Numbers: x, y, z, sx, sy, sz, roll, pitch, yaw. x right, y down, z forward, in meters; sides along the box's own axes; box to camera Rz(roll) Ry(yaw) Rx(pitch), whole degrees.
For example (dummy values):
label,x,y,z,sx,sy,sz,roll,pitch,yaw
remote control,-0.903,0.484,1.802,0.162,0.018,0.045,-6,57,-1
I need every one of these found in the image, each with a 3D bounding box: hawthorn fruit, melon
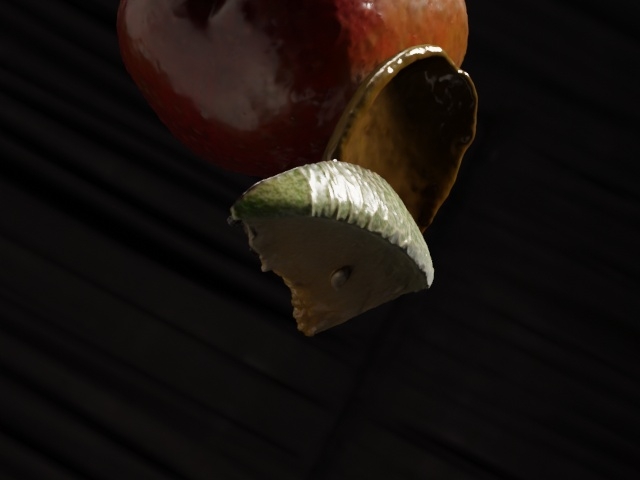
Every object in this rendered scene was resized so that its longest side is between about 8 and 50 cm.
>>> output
label,x,y,z,sx,sy,sz,roll,pitch,yaw
hawthorn fruit,-0.040,-0.198,1.476,0.284,0.285,0.369,-62,155,2
melon,0.007,-0.003,1.067,0.098,0.054,0.182,-31,154,0

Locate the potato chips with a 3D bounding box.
label,x,y,z,sx,sy,sz,roll,pitch,yaw
potato chips,0.044,-0.056,1.331,0.150,0.049,0.201,42,65,-47
